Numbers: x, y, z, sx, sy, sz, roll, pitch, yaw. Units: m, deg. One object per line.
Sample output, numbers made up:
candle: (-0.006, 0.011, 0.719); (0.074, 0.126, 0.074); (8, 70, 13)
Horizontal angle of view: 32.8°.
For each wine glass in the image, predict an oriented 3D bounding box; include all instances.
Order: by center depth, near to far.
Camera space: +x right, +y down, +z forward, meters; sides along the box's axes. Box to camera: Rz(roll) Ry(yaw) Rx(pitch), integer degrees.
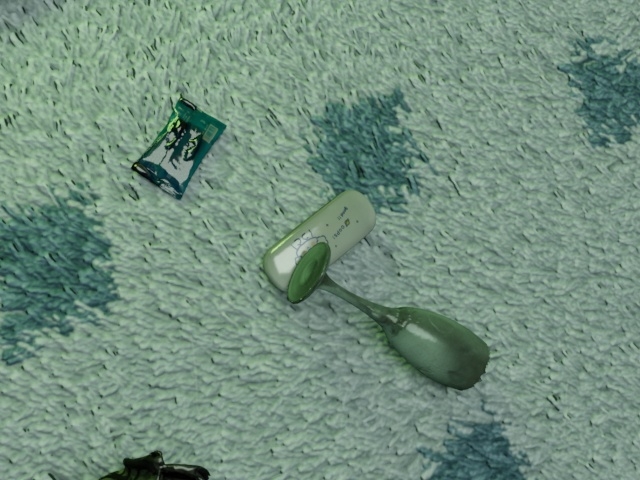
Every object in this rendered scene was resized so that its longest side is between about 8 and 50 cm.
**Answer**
wine glass: (0.055, 0.181, 1.597); (0.310, 0.096, 0.264); (31, 106, -22)

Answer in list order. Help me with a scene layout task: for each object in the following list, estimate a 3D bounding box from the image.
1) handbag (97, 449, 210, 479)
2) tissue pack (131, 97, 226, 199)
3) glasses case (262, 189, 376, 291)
handbag: (-0.275, 0.401, 1.279); (0.162, 0.327, 0.325); (45, 67, -1)
tissue pack: (-0.204, -0.137, 1.580); (0.085, 0.028, 0.138); (33, 73, -10)
glasses case: (0.000, 0.000, 1.608); (0.197, 0.049, 0.076); (-38, 97, -21)
